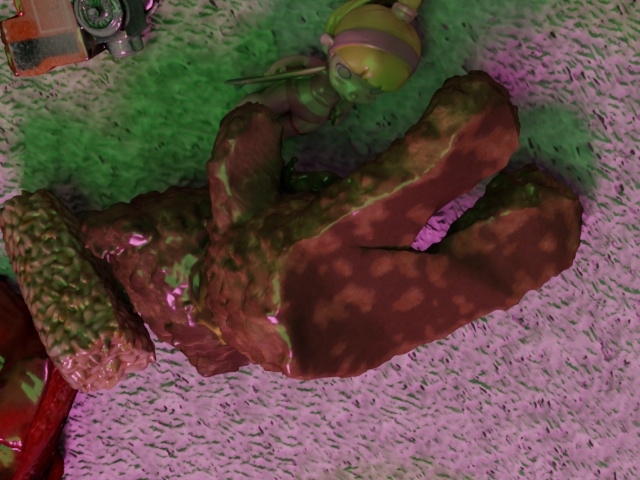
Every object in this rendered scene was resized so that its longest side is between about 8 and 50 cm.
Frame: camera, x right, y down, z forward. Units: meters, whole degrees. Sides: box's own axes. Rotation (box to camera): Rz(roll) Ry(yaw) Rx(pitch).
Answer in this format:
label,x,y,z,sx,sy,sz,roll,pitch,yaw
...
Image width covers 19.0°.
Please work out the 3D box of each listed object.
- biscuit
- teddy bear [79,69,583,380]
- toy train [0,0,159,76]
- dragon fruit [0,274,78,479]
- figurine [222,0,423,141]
label,x,y,z,sx,sy,sz,roll,pitch,yaw
biscuit,-0.187,0.036,1.435,0.070,0.082,0.168,-30,60,-2
teddy bear,0.007,-0.007,1.359,0.296,0.222,0.246,-39,128,-1
toy train,-0.188,-0.210,1.384,0.118,0.074,0.175,-8,109,27
dragon fruit,-0.342,0.171,1.504,0.286,0.228,0.329,36,120,6
figurine,0.002,-0.119,1.357,0.187,0.083,0.083,-32,97,40
